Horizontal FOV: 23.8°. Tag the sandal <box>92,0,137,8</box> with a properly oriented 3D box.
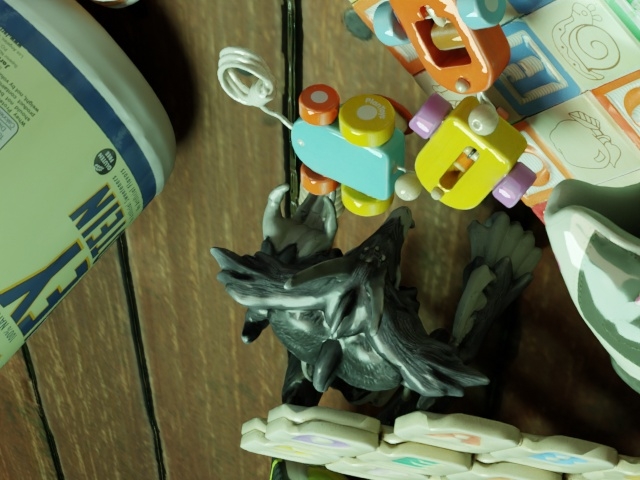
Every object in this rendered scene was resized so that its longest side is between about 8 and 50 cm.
[{"bbox_3d":[-0.129,-0.201,0.817,0.102,0.076,0.265,40,152,1],"label":"sandal"}]

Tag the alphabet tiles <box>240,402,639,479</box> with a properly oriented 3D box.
[{"bbox_3d":[0.098,0.143,0.920,0.284,0.021,0.278,14,164,-13],"label":"alphabet tiles"}]

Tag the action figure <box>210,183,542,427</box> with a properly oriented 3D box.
[{"bbox_3d":[0.030,0.033,0.867,0.164,0.141,0.276,21,164,8],"label":"action figure"}]

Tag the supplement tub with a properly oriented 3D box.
[{"bbox_3d":[-0.274,-0.013,0.956,0.235,0.325,0.235,37,164,13],"label":"supplement tub"}]

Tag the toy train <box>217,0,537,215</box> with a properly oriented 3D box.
[{"bbox_3d":[0.035,-0.070,0.656,0.166,0.046,0.125,-8,124,50],"label":"toy train"}]

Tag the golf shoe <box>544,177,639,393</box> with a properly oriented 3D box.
[{"bbox_3d":[0.207,-0.028,0.518,0.273,0.105,0.120,-36,108,22],"label":"golf shoe"}]

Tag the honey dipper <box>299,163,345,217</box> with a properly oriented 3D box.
[{"bbox_3d":[0.000,0.000,0.991,0.030,0.030,0.161,31,152,17],"label":"honey dipper"}]

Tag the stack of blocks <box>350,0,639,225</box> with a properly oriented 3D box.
[{"bbox_3d":[0.148,-0.074,0.652,0.297,0.087,0.171,48,150,-12],"label":"stack of blocks"}]

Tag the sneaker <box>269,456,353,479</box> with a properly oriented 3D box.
[{"bbox_3d":[0.029,0.240,1.132,0.147,0.145,0.385,11,172,7],"label":"sneaker"}]
